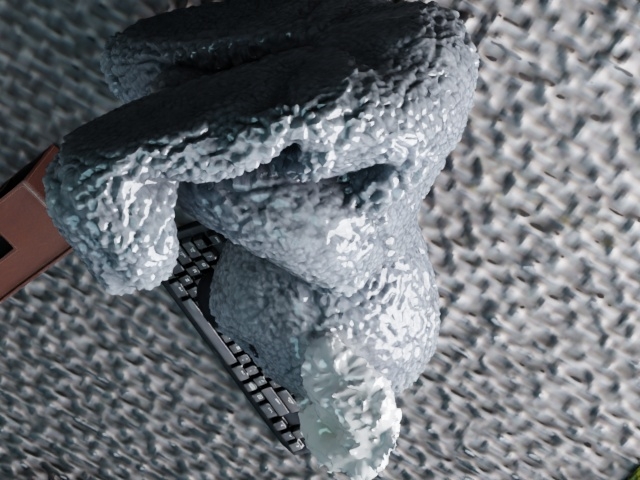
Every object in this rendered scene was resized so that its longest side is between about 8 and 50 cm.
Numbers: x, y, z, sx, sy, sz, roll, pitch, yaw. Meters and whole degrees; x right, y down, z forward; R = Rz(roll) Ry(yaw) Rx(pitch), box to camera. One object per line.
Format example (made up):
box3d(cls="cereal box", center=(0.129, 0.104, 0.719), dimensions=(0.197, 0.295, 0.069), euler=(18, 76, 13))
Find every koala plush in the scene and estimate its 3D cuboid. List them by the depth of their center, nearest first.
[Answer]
box3d(cls="koala plush", center=(0.000, 0.000, 0.828), dimensions=(0.203, 0.196, 0.221), euler=(-11, 119, 14))

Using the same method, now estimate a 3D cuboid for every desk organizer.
box3d(cls="desk organizer", center=(-0.190, 0.000, 0.979), dimensions=(0.130, 0.047, 0.050), euler=(-33, 108, 35))

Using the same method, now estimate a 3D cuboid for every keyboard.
box3d(cls="keyboard", center=(-0.025, 0.057, 0.983), dimensions=(0.108, 0.023, 0.180), euler=(-20, 119, 30))

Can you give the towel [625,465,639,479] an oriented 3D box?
box3d(cls="towel", center=(0.195, 0.237, 1.047), dimensions=(0.102, 0.021, 0.237), euler=(27, 130, -2))
